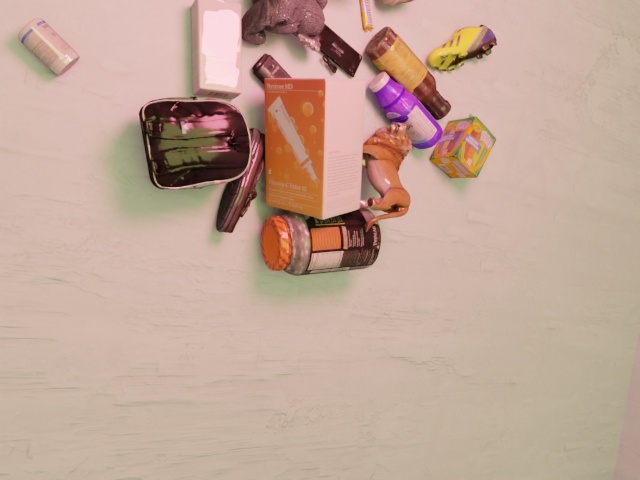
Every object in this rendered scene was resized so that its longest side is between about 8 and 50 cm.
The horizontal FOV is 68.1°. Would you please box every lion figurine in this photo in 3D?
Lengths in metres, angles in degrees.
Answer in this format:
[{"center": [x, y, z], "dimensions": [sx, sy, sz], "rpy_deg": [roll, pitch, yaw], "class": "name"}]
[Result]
[{"center": [0.195, -0.189, 1.432], "dimensions": [0.241, 0.142, 0.391], "rpy_deg": [9, 64, -31], "class": "lion figurine"}]

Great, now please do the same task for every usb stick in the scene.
[{"center": [-0.078, -0.416, 1.373], "dimensions": [0.278, 0.045, 0.077], "rpy_deg": [42, 77, -25], "class": "usb stick"}]

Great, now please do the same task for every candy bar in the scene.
[{"center": [0.140, -0.734, 1.470], "dimensions": [0.040, 0.018, 0.161], "rpy_deg": [-14, 101, -26], "class": "candy bar"}]

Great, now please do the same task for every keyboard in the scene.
[{"center": [0.041, -0.566, 1.435], "dimensions": [0.180, 0.023, 0.108], "rpy_deg": [30, 75, -27], "class": "keyboard"}]

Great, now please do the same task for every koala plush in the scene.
[{"center": [-0.074, -0.618, 1.285], "dimensions": [0.221, 0.203, 0.196], "rpy_deg": [8, 92, -41], "class": "koala plush"}]

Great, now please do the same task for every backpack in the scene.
[{"center": [-0.307, -0.241, 1.185], "dimensions": [0.254, 0.191, 0.224], "rpy_deg": [-10, 101, -18], "class": "backpack"}]

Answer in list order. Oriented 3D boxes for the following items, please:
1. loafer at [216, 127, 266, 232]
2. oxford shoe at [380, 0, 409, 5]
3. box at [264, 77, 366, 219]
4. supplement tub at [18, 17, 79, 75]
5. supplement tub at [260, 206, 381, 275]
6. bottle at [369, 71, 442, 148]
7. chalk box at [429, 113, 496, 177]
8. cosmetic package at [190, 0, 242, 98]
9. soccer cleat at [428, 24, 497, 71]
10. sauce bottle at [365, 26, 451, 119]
[{"center": [-0.198, -0.156, 1.307], "dimensions": [0.095, 0.109, 0.302], "rpy_deg": [21, 83, -33], "class": "loafer"}, {"center": [0.264, -0.941, 1.436], "dimensions": [0.130, 0.169, 0.448], "rpy_deg": [-1, 101, -31], "class": "oxford shoe"}, {"center": [-0.018, -0.254, 1.272], "dimensions": [0.168, 0.215, 0.344], "rpy_deg": [-19, 116, -47], "class": "box"}, {"center": [-0.612, -0.437, 1.069], "dimensions": [0.071, 0.071, 0.107], "rpy_deg": [-49, 115, -15], "class": "supplement tub"}, {"center": [0.000, 0.000, 1.377], "dimensions": [0.316, 0.194, 0.193], "rpy_deg": [-3, 97, -28], "class": "supplement tub"}, {"center": [0.270, -0.414, 1.519], "dimensions": [0.283, 0.118, 0.092], "rpy_deg": [40, 77, -27], "class": "bottle"}, {"center": [0.506, -0.339, 1.646], "dimensions": [0.132, 0.132, 0.212], "rpy_deg": [33, 80, -28], "class": "chalk box"}, {"center": [-0.272, -0.499, 1.239], "dimensions": [0.118, 0.086, 0.230], "rpy_deg": [-1, 94, -28], "class": "cosmetic package"}, {"center": [0.476, -0.671, 1.635], "dimensions": [0.289, 0.093, 0.121], "rpy_deg": [-24, 76, -20], "class": "soccer cleat"}, {"center": [0.293, -0.523, 1.523], "dimensions": [0.344, 0.111, 0.111], "rpy_deg": [38, 78, -25], "class": "sauce bottle"}]
